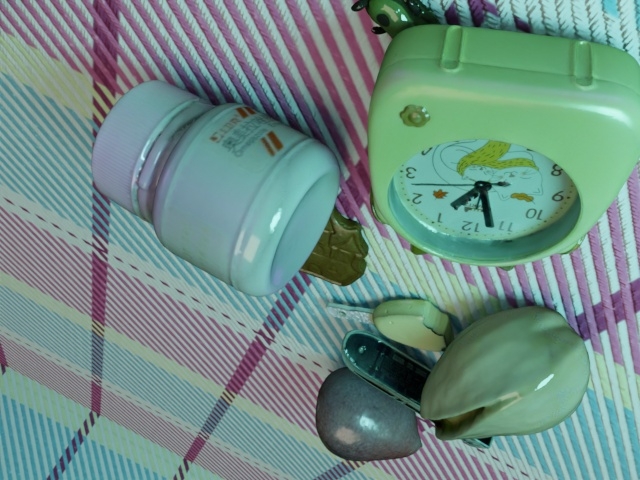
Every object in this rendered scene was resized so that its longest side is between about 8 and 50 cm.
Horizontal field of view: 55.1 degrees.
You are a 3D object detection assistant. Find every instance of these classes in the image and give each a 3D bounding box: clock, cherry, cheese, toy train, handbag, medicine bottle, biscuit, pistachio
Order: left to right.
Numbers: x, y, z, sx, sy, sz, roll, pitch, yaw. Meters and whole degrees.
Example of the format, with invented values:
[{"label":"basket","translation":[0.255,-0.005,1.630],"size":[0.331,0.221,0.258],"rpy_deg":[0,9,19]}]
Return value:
[{"label":"medicine bottle","translation":[-0.150,-0.083,0.895],"size":[0.301,0.241,0.241],"rpy_deg":[28,145,14]},{"label":"biscuit","translation":[-0.001,0.002,1.084],"size":[0.182,0.034,0.215],"rpy_deg":[20,144,9]},{"label":"cherry","translation":[0.102,0.383,1.364],"size":[0.239,0.206,0.239],"rpy_deg":[-4,155,-2]},{"label":"cheese","translation":[0.125,0.151,1.176],"size":[0.255,0.050,0.127],"rpy_deg":[7,142,26]},{"label":"handbag","translation":[0.095,-0.252,0.697],"size":[0.111,0.047,0.072],"rpy_deg":[35,155,-22]},{"label":"toy train","translation":[0.194,0.303,1.278],"size":[0.407,0.086,0.088],"rpy_deg":[34,156,-16]},{"label":"clock","translation":[0.201,-0.085,0.757],"size":[0.286,0.117,0.348],"rpy_deg":[10,146,9]},{"label":"pistachio","translation":[0.301,0.238,1.036],"size":[0.208,0.226,0.332],"rpy_deg":[52,131,1]}]
